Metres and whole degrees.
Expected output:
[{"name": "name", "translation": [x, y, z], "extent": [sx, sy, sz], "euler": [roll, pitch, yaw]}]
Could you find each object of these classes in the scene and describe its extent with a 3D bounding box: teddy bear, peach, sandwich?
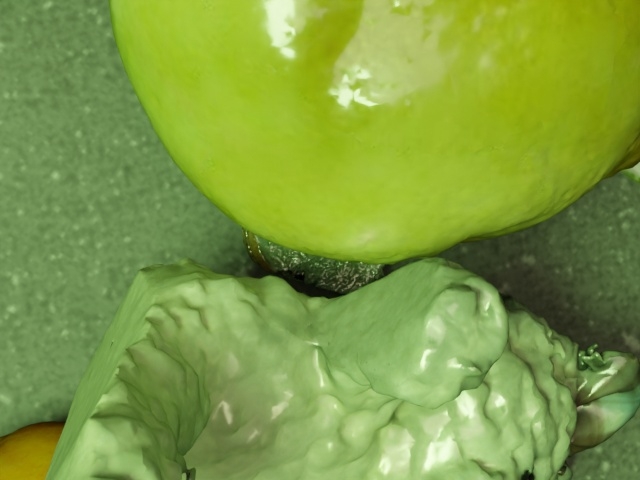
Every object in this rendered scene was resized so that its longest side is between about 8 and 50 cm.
[{"name": "teddy bear", "translation": [0.032, 0.158, 0.548], "extent": [0.362, 0.375, 0.327], "euler": [25, 115, -11]}, {"name": "peach", "translation": [0.041, -0.149, 0.604], "extent": [0.316, 0.281, 0.314], "euler": [2, 96, 3]}, {"name": "sandwich", "translation": [0.000, 0.000, 0.722], "extent": [0.105, 0.036, 0.093], "euler": [-18, 93, -6]}]

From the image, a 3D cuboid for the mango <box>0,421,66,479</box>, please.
[{"name": "mango", "translation": [-0.142, 0.200, 0.671], "extent": [0.219, 0.112, 0.144], "euler": [24, 87, -19]}]
